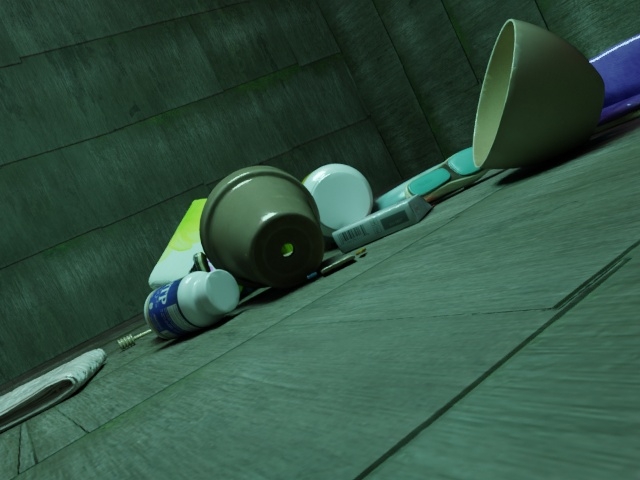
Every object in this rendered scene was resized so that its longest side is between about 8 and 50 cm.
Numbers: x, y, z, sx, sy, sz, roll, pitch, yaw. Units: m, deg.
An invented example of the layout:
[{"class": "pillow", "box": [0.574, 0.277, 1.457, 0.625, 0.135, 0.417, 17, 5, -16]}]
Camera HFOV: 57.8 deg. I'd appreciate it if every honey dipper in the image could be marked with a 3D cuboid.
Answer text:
[{"class": "honey dipper", "box": [-0.452, 0.239, 1.527, 0.161, 0.030, 0.030, -26, 3, -23]}]

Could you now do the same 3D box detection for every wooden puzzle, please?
[{"class": "wooden puzzle", "box": [0.033, 0.045, 1.074, 0.116, 0.014, 0.078, -26, -1, 5]}]

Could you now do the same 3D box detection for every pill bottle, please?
[{"class": "pill bottle", "box": [0.035, -0.105, 1.524, 0.188, 0.187, 0.334, -26, 6, -3]}, {"class": "pill bottle", "box": [-0.251, 0.123, 1.143, 0.187, 0.112, 0.112, -23, 5, 36]}]

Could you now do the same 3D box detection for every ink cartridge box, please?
[{"class": "ink cartridge box", "box": [0.152, -0.052, 1.309, 0.189, 0.066, 0.232, -24, 8, 26]}]

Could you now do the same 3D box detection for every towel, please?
[{"class": "towel", "box": [-0.624, 0.333, 1.217, 0.317, 0.053, 0.332, -26, 5, -11]}]

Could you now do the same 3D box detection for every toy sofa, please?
[{"class": "toy sofa", "box": [0.597, -0.318, 1.248, 0.177, 0.150, 0.363, -27, 4, -35]}]

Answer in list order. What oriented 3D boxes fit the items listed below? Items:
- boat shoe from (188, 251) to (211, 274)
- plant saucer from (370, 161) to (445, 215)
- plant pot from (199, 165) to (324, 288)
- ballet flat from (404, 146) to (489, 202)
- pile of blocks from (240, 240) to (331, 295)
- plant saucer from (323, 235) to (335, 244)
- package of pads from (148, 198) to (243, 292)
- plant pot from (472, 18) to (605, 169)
[{"class": "boat shoe", "box": [-0.253, 0.077, 1.214, 0.049, 0.056, 0.152, -10, -34, -7]}, {"class": "plant saucer", "box": [0.251, -0.136, 1.570, 0.318, 0.043, 0.317, -28, -3, -2]}, {"class": "plant pot", "box": [-0.095, -0.008, 1.169, 0.263, 0.263, 0.229, -27, 21, -14]}, {"class": "ballet flat", "box": [0.313, -0.149, 1.383, 0.249, 0.086, 0.086, -24, 3, -4]}, {"class": "pile of blocks", "box": [-0.151, 0.049, 1.494, 0.362, 0.112, 0.149, -28, 4, -22]}, {"class": "plant saucer", "box": [0.000, 0.000, 1.742, 0.195, 0.037, 0.195, -25, 3, 2]}, {"class": "package of pads", "box": [-0.268, 0.016, 1.436, 0.229, 0.101, 0.296, -4, 46, 28]}, {"class": "plant pot", "box": [0.424, -0.265, 1.118, 0.191, 0.283, 0.284, 10, 8, 4]}]
